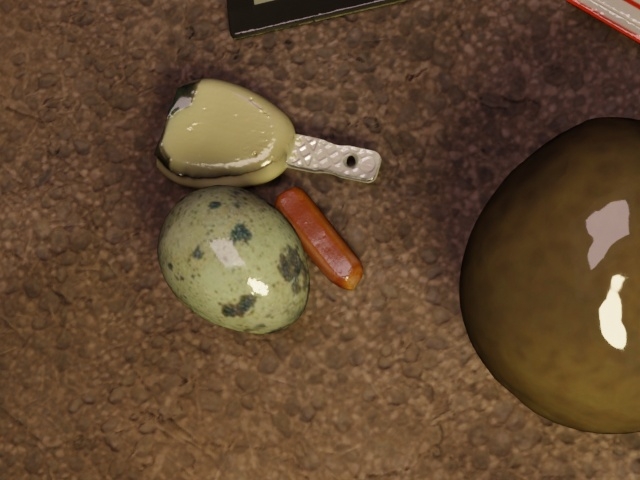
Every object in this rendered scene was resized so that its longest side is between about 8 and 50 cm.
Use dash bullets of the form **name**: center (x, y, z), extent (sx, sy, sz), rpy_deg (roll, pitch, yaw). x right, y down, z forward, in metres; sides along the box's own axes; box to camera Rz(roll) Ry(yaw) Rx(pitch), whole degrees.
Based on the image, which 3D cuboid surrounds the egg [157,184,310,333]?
- **egg**: center (-0.087, 0.022, 1.610), extent (0.181, 0.141, 0.141), rpy_deg (39, 87, 20)

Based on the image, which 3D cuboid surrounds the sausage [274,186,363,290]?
- **sausage**: center (0.000, 0.000, 1.646), extent (0.041, 0.039, 0.131), rpy_deg (-36, 68, -5)

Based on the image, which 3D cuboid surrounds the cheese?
- **cheese**: center (-0.054, -0.102, 1.686), extent (0.251, 0.054, 0.127), rpy_deg (13, 77, 19)

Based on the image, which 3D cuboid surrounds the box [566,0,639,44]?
- **box**: center (0.365, -0.316, 1.629), extent (0.123, 0.050, 0.229), rpy_deg (35, 86, 23)

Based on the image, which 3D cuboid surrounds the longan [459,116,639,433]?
- **longan**: center (0.275, 0.032, 1.440), extent (0.300, 0.243, 0.300), rpy_deg (10, 109, 31)

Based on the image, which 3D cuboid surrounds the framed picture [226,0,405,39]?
- **framed picture**: center (0.003, -0.415, 1.785), extent (0.265, 0.016, 0.347), rpy_deg (-12, 71, 13)
